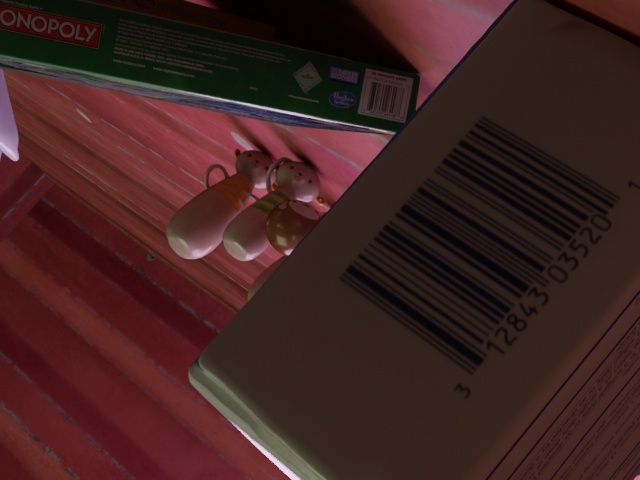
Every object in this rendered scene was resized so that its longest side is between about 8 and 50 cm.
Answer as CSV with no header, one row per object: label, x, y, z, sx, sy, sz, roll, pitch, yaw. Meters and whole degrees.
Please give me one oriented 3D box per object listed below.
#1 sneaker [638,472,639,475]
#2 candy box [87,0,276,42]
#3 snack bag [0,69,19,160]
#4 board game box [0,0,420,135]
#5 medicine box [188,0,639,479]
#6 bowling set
sneaker,0.152,0.076,0.951,0.319,0.127,0.208,32,173,-10
candy box,-0.145,-0.177,0.949,0.206,0.027,0.105,14,177,-15
snack bag,-0.391,-0.273,1.095,0.323,0.037,0.342,53,-162,-65
board game box,-0.120,-0.125,0.834,0.317,0.046,0.213,9,-176,-25
medicine box,0.106,0.064,0.667,0.149,0.263,0.289,36,168,28
bowling set,0.000,0.000,1.205,0.287,0.154,0.200,42,151,1
